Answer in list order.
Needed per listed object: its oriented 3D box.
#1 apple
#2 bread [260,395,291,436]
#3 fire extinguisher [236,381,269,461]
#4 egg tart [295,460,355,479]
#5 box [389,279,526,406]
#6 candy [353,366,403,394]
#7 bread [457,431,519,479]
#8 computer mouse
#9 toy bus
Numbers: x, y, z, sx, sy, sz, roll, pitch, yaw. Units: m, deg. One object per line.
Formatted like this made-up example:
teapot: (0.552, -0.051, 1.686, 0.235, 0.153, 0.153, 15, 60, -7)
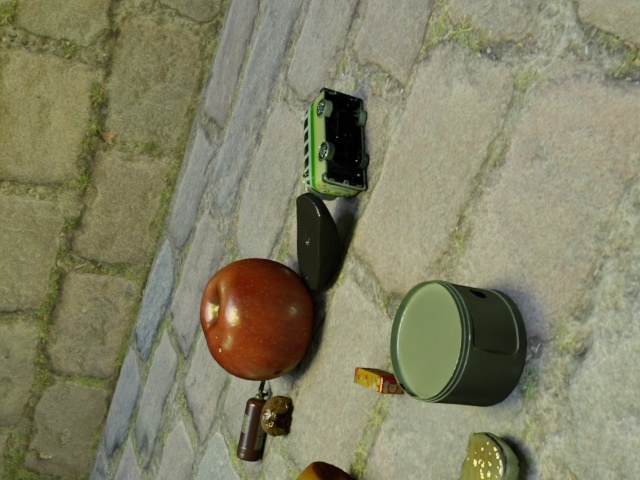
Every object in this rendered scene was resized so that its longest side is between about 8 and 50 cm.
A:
apple: (-0.177, 0.212, 2.127, 0.348, 0.277, 0.348, -29, 56, 56)
bread: (-0.122, 0.485, 2.142, 0.060, 0.082, 0.113, 1, 85, 60)
fire extinguisher: (-0.191, 0.523, 2.282, 0.099, 0.071, 0.231, 77, -157, -89)
egg tart: (0.011, 0.601, 1.755, 0.147, 0.202, 0.202, -59, 30, 7)
box: (0.251, 0.193, 1.454, 0.226, 0.149, 0.226, -29, 56, 55)
candy: (0.130, 0.313, 1.738, 0.122, 0.062, 0.038, 5, 87, 62)
bread: (0.299, 0.457, 1.361, 0.172, 0.064, 0.232, -51, 37, 44)
computer mouse: (0.000, 0.000, 2.041, 0.137, 0.086, 0.270, 33, 131, 52)
toy bus: (0.031, -0.241, 2.049, 0.164, 0.133, 0.276, -34, 50, 53)
